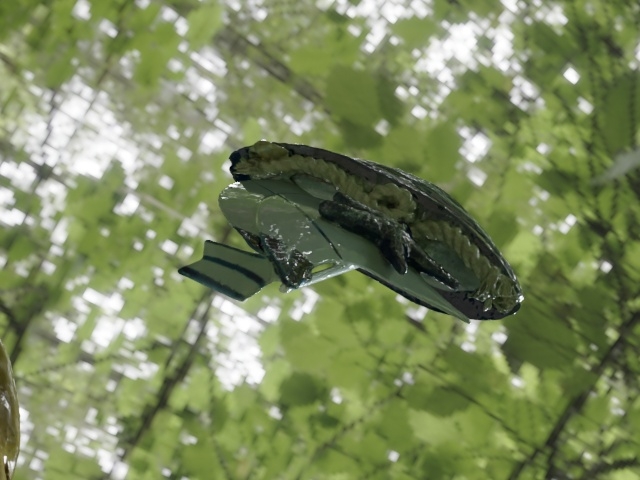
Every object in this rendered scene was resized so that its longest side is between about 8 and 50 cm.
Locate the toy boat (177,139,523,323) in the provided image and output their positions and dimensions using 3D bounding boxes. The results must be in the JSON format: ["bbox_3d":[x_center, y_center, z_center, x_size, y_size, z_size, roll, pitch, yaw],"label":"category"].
[{"bbox_3d":[0.029,0.009,1.022,0.291,0.210,0.070,-79,-171,-74],"label":"toy boat"}]

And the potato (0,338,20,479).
[{"bbox_3d":[-0.391,0.184,1.569,0.195,0.176,0.369,-30,-144,20],"label":"potato"}]
